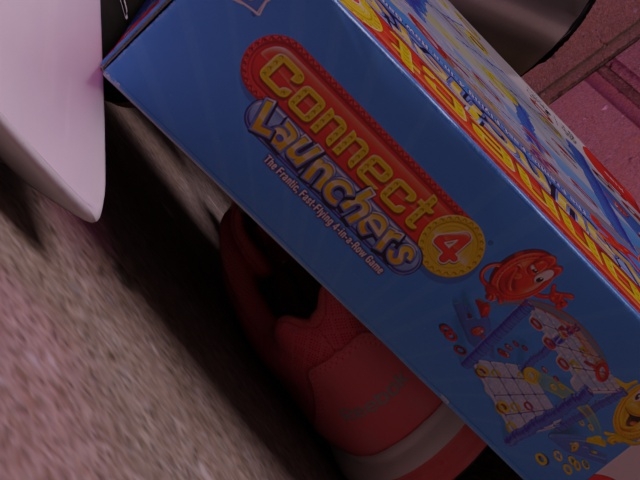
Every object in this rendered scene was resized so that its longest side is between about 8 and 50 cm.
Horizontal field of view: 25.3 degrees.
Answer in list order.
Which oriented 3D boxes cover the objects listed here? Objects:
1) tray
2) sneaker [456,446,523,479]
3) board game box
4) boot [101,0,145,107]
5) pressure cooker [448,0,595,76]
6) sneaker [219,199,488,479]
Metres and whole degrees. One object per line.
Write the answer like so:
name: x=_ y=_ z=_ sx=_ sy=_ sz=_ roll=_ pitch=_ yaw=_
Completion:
tray: x=-0.137 y=-0.128 z=0.544 sx=0.145 sy=0.030 sz=0.270 roll=51 pitch=17 yaw=-37
sneaker: x=0.125 y=0.172 z=0.797 sx=0.290 sy=0.106 sz=0.123 roll=55 pitch=7 yaw=28
board game box: x=0.054 y=-0.044 z=0.703 sx=0.308 sy=0.086 sz=0.302 roll=44 pitch=16 yaw=-15
boot: x=-0.149 y=-0.150 z=0.680 sx=0.198 sy=0.077 sz=0.137 roll=48 pitch=14 yaw=7
pressure cooker: x=-0.009 y=-0.284 z=1.021 sx=0.370 sy=0.375 sz=0.420 roll=44 pitch=19 yaw=30
sneaker: x=0.001 y=0.000 z=0.769 sx=0.136 sy=0.116 sz=0.314 roll=50 pitch=6 yaw=-31
